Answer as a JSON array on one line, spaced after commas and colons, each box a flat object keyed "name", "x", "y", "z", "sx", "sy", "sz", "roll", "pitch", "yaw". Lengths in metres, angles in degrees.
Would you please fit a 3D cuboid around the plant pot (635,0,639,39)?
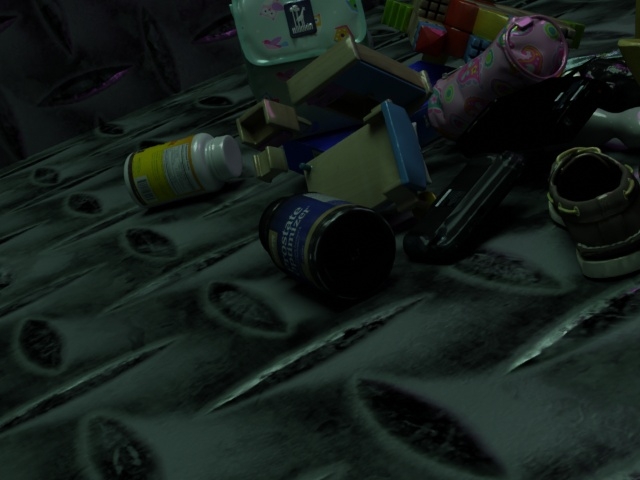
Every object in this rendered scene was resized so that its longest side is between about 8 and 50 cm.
[{"name": "plant pot", "x": 0.657, "y": -0.418, "z": 1.863, "sx": 0.212, "sy": 0.187, "sz": 0.212, "roll": -31, "pitch": 22, "yaw": -28}]

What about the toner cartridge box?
[{"name": "toner cartridge box", "x": 0.115, "y": -0.212, "z": 1.976, "sx": 0.348, "sy": 0.075, "sz": 0.165, "roll": -31, "pitch": 35, "yaw": -27}]

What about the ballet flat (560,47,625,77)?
[{"name": "ballet flat", "x": 0.461, "y": -0.282, "z": 1.888, "sx": 0.188, "sy": 0.070, "sz": 0.070, "roll": -19, "pitch": 18, "yaw": 16}]

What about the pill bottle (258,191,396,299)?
[{"name": "pill bottle", "x": 0.000, "y": 0.000, "z": 1.481, "sx": 0.123, "sy": 0.123, "sz": 0.219, "roll": -27, "pitch": 19, "yaw": -19}]

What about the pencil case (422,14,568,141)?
[{"name": "pencil case", "x": 0.273, "y": -0.253, "z": 1.767, "sx": 0.124, "sy": 0.124, "sz": 0.284, "roll": -30, "pitch": -2, "yaw": -26}]

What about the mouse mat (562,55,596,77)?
[{"name": "mouse mat", "x": 0.352, "y": -0.228, "z": 1.775, "sx": 0.190, "sy": 0.007, "sz": 0.152, "roll": -40, "pitch": -4, "yaw": 33}]

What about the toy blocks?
[{"name": "toy blocks", "x": 0.312, "y": -0.371, "z": 2.009, "sx": 0.381, "sy": 0.190, "sz": 0.261, "roll": 14, "pitch": 19, "yaw": -5}]

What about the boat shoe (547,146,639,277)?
[{"name": "boat shoe", "x": 0.331, "y": -0.061, "z": 1.346, "sx": 0.117, "sy": 0.096, "sz": 0.324, "roll": -16, "pitch": 19, "yaw": 12}]

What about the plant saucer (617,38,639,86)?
[{"name": "plant saucer", "x": 0.529, "y": -0.155, "z": 1.187, "sx": 0.333, "sy": 0.081, "sz": 0.333, "roll": 19, "pitch": 20, "yaw": 37}]

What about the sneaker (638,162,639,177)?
[{"name": "sneaker", "x": 0.440, "y": -0.064, "z": 1.287, "sx": 0.084, "sy": 0.083, "sz": 0.215, "roll": 7, "pitch": 31, "yaw": -17}]

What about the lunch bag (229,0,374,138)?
[{"name": "lunch bag", "x": -0.021, "y": -0.319, "z": 1.876, "sx": 0.223, "sy": 0.262, "sz": 0.160, "roll": -12, "pitch": 30, "yaw": 3}]

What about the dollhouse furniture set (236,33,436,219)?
[{"name": "dollhouse furniture set", "x": 0.059, "y": -0.109, "z": 1.720, "sx": 0.286, "sy": 0.303, "sz": 0.198, "roll": -32, "pitch": -31, "yaw": 33}]

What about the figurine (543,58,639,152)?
[{"name": "figurine", "x": 0.450, "y": -0.196, "z": 1.631, "sx": 0.215, "sy": 0.092, "sz": 0.209, "roll": -34, "pitch": 27, "yaw": -33}]

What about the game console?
[{"name": "game console", "x": 0.234, "y": -0.102, "z": 1.526, "sx": 0.361, "sy": 0.044, "sz": 0.213, "roll": -48, "pitch": 21, "yaw": -24}]

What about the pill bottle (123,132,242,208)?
[{"name": "pill bottle", "x": -0.263, "y": -0.139, "z": 2.143, "sx": 0.215, "sy": 0.117, "sz": 0.117, "roll": -13, "pitch": 20, "yaw": 21}]
